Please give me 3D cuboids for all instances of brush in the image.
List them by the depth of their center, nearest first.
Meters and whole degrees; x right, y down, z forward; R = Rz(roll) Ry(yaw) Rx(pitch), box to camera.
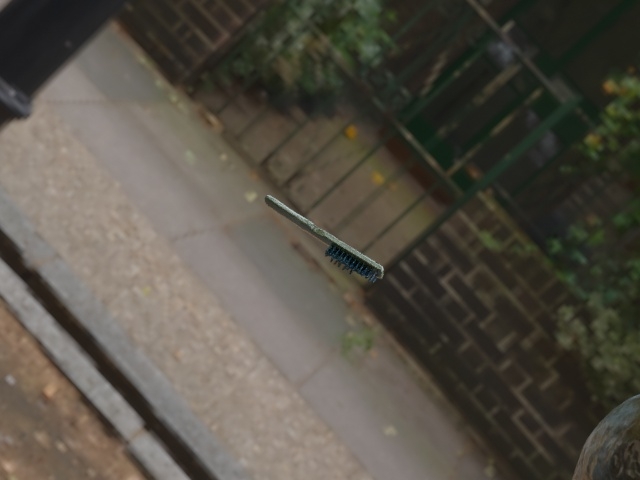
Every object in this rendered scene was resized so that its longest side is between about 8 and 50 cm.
[{"bbox_3d":[0.000,0.000,0.845,0.083,0.013,0.016,34,-11,15],"label":"brush"}]

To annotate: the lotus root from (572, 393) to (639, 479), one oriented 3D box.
[{"bbox_3d":[0.171,0.128,0.701,0.113,0.088,0.192,53,-21,26],"label":"lotus root"}]
